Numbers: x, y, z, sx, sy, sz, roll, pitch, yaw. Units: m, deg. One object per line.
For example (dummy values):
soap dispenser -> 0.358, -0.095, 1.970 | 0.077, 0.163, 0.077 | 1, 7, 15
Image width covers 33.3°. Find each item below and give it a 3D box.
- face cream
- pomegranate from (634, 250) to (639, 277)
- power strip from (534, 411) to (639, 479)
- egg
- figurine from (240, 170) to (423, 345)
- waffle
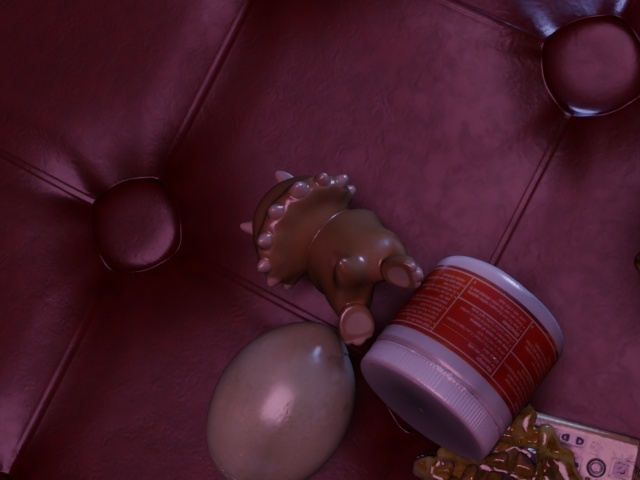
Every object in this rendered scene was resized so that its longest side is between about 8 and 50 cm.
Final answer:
face cream -> 0.183, 0.148, 1.379 | 0.201, 0.201, 0.187 | 36, 71, 12
pomegranate -> 0.539, -0.010, 1.243 | 0.410, 0.410, 0.410 | -1, 84, 11
power strip -> 0.329, 0.288, 1.442 | 0.268, 0.034, 0.092 | 13, 87, 12
egg -> -0.052, 0.225, 1.447 | 0.186, 0.186, 0.253 | 27, 93, 13
figurine -> -0.004, 0.001, 1.431 | 0.177, 0.173, 0.247 | -48, 33, 20
waffle -> 0.243, 0.347, 1.419 | 0.223, 0.054, 0.204 | -30, 92, 18
